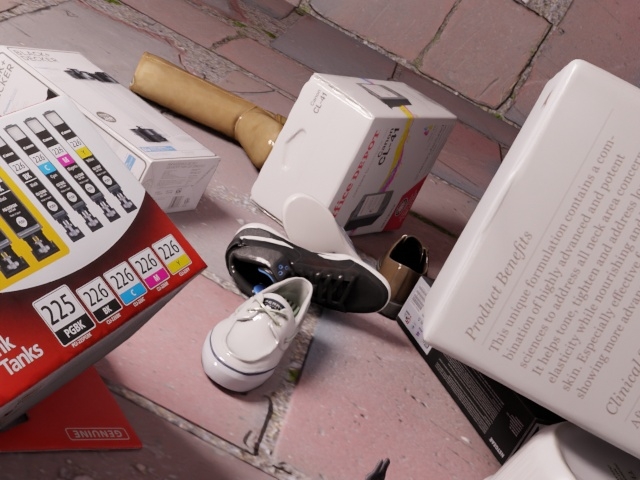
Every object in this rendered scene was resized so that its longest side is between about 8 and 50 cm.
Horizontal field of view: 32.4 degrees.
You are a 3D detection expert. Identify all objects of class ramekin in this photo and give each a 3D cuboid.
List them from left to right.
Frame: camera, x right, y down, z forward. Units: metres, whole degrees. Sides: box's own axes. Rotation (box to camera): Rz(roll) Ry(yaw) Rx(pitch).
[{"bbox_3d":[0.295,0.302,1.133,0.272,0.127,0.273,25,20,-10],"label":"ramekin"}]

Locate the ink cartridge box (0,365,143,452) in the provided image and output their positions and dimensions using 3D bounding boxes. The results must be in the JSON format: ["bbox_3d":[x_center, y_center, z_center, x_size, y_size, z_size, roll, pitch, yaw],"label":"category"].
[{"bbox_3d":[-0.314,0.072,0.951,0.296,0.066,0.261,9,27,-45],"label":"ink cartridge box"}]

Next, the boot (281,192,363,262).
[{"bbox_3d":[0.000,0.000,1.496,0.190,0.069,0.086,55,0,-30],"label":"boot"}]

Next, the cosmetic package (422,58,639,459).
[{"bbox_3d":[0.362,0.040,1.234,0.393,0.330,0.327,29,7,4],"label":"cosmetic package"}]

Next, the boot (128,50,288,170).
[{"bbox_3d":[-0.184,-0.210,1.800,0.269,0.089,0.236,25,10,-11],"label":"boot"}]

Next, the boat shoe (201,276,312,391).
[{"bbox_3d":[-0.067,0.091,1.226,0.083,0.076,0.226,30,20,3],"label":"boat shoe"}]

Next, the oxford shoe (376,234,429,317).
[{"bbox_3d":[0.130,0.035,1.607,0.082,0.096,0.227,28,18,1],"label":"oxford shoe"}]

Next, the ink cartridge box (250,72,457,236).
[{"bbox_3d":[0.059,-0.128,1.713,0.131,0.226,0.306,36,22,21],"label":"ink cartridge box"}]

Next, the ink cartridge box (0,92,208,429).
[{"bbox_3d":[-0.286,0.004,0.872,0.272,0.130,0.309,50,32,1],"label":"ink cartridge box"}]

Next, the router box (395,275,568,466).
[{"bbox_3d":[0.271,0.184,1.455,0.242,0.081,0.309,16,24,-32],"label":"router box"}]

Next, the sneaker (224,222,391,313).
[{"bbox_3d":[-0.021,0.058,1.385,0.216,0.079,0.121,21,23,2],"label":"sneaker"}]

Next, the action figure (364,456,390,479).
[{"bbox_3d":[0.116,0.292,0.897,0.275,0.141,0.164,36,19,28],"label":"action figure"}]

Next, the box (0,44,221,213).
[{"bbox_3d":[-0.298,-0.150,1.482,0.290,0.087,0.169,37,21,21],"label":"box"}]
